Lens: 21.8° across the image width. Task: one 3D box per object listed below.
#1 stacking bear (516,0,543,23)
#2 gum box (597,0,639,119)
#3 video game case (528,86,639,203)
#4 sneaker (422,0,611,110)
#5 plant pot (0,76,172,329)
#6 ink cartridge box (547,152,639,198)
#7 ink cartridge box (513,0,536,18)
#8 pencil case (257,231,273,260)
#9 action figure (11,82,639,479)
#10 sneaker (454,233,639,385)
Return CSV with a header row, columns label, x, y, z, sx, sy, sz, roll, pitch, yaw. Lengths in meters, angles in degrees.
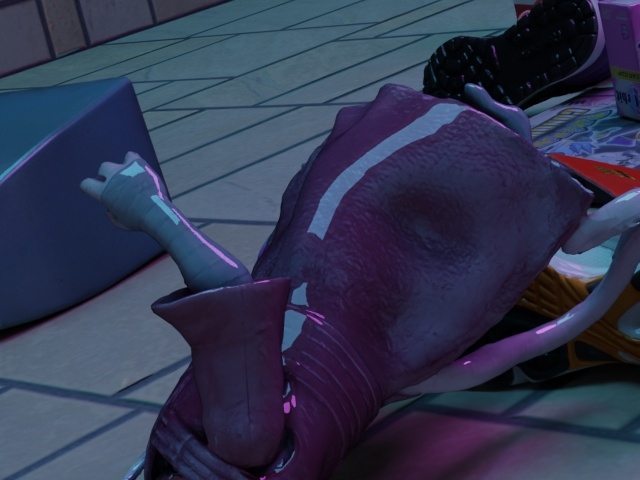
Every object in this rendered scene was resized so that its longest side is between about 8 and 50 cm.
label,x,y,z,sx,sy,sz,roll,pitch,yaw
stacking bear,0.368,-0.270,1.863,0.289,0.175,0.164,-24,-18,-1
gum box,0.355,-0.186,1.502,0.188,0.107,0.062,-17,16,-14
video game case,0.272,-0.091,1.508,0.248,0.035,0.275,3,22,46
sneaker,0.227,-0.173,1.720,0.124,0.107,0.283,-2,-10,-36
plant pot,-0.269,-0.019,1.477,0.166,0.165,0.234,-4,24,30
ink cartridge box,0.298,-0.032,1.048,0.239,0.060,0.275,12,11,-12
ink cartridge box,0.317,-0.376,2.048,0.114,0.272,0.197,-18,16,-21
pencil case,0.000,0.000,1.336,0.064,0.070,0.151,-9,15,17
action figure,-0.013,0.088,0.890,0.276,0.248,0.370,26,49,9
sneaker,0.174,0.034,1.052,0.262,0.099,0.121,4,14,29
